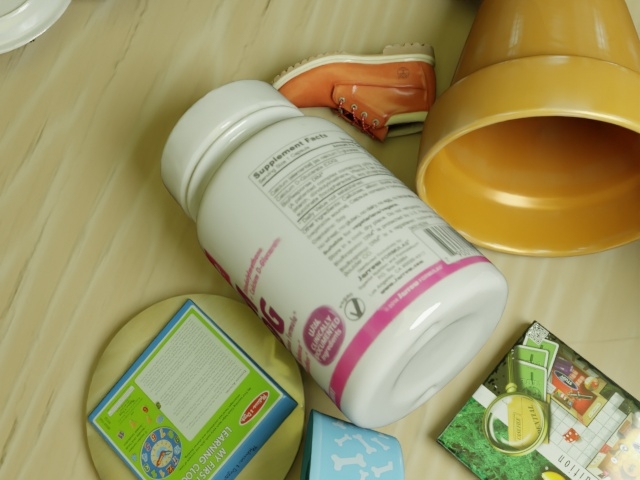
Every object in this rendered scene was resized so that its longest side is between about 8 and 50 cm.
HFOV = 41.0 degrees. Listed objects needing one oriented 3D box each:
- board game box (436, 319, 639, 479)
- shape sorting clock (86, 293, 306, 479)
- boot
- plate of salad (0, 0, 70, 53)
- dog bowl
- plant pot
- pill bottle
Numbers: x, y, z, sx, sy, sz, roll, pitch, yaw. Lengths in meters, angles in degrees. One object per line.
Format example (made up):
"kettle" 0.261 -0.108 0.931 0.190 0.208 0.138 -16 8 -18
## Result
"board game box" 0.237 0.198 0.698 0.260 0.030 0.136 39 86 16
"shape sorting clock" -0.111 0.150 0.755 0.206 0.040 0.206 -5 74 17
"boot" 0.032 -0.131 0.800 0.158 0.059 0.084 -6 80 6
"plate of salad" -0.349 -0.271 0.897 0.200 0.048 0.199 0 68 1
"dog bowl" 0.013 0.282 0.647 0.074 0.166 0.297 7 76 -2
"plant pot" 0.189 -0.116 0.711 0.205 0.205 0.188 4 60 9
"pill bottle" 0.000 0.000 0.703 0.160 0.160 0.283 -43 62 -4
